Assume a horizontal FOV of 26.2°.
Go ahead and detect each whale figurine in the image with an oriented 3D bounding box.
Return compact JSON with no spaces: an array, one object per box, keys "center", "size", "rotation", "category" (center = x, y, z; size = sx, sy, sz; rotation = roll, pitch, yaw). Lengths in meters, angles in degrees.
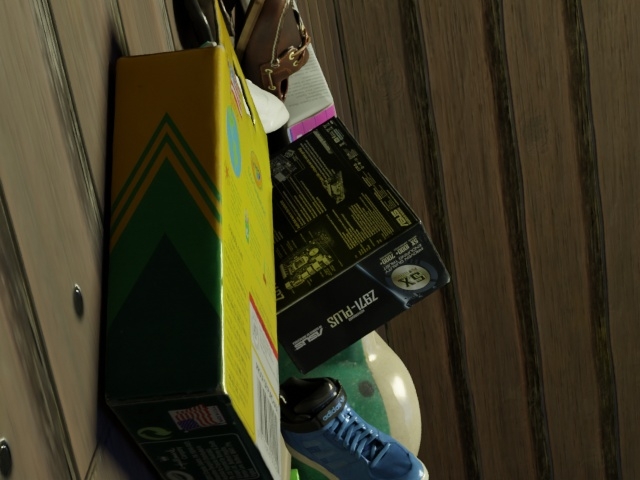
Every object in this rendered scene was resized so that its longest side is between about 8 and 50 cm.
[{"center":[-0.008,0.139,1.411],"size":[0.272,0.141,0.216],"rotation":[63,-25,23],"category":"whale figurine"}]

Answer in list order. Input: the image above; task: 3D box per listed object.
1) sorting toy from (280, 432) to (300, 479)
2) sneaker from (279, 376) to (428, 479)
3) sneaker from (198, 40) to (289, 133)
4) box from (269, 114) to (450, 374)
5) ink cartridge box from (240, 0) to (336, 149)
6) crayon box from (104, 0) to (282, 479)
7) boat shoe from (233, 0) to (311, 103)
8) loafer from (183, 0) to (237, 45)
[{"center":[-0.060,0.172,1.205],"size":[0.196,0.047,0.348],"rotation":[-96,175,-54],"category":"sorting toy"},{"center":[0.019,0.162,1.154],"size":[0.058,0.152,0.084],"rotation":[-42,133,-26],"category":"sneaker"},{"center":[-0.084,-0.132,1.220],"size":[0.212,0.080,0.094],"rotation":[-61,131,-77],"category":"sneaker"},{"center":[0.000,0.000,1.157],"size":[0.077,0.147,0.180],"rotation":[59,-3,-41],"category":"box"},{"center":[-0.004,-0.083,1.583],"size":[0.324,0.071,0.330],"rotation":[76,-4,-48],"category":"ink cartridge box"},{"center":[-0.086,0.008,0.986],"size":[0.202,0.081,0.318],"rotation":[73,13,-58],"category":"crayon box"},{"center":[-0.044,-0.188,1.307],"size":[0.207,0.073,0.073],"rotation":[123,-10,-72],"category":"boat shoe"},{"center":[-0.089,-0.272,1.269],"size":[0.080,0.078,0.220],"rotation":[73,12,-57],"category":"loafer"}]
